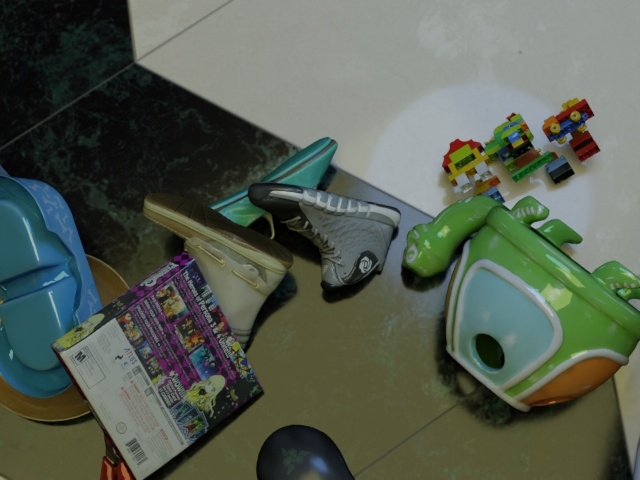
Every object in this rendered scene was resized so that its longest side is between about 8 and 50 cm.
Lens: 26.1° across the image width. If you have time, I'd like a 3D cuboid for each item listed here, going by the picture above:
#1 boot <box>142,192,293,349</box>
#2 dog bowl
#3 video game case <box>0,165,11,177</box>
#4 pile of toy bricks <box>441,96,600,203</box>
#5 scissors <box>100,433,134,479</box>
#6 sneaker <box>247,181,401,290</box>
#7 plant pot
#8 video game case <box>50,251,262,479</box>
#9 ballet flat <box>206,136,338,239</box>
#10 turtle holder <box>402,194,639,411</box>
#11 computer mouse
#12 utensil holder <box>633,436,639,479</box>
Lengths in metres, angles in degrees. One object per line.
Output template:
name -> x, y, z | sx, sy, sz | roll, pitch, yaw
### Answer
boot -> -0.164, 0.043, 1.847 | 0.213, 0.077, 0.165 | 26, 110, -7
dog bowl -> -0.374, 0.053, 1.806 | 0.166, 0.074, 0.297 | -18, 91, 32
video game case -> -0.536, -0.168, 1.858 | 0.269, 0.244, 0.061 | 44, 80, 11
pile of toy bricks -> 0.276, -0.135, 1.922 | 0.212, 0.118, 0.105 | -31, 48, 10
scissors -> -0.264, 0.282, 1.840 | 0.109, 0.021, 0.297 | 4, 83, 3
sneaker -> 0.000, 0.000, 1.859 | 0.228, 0.086, 0.132 | 11, 92, -27
plant pot -> -0.360, 0.131, 1.891 | 0.236, 0.032, 0.236 | 0, 77, 1
video game case -> -0.206, 0.164, 1.782 | 0.210, 0.042, 0.232 | -36, 123, -17
ballet flat -> -0.071, -0.050, 1.916 | 0.247, 0.083, 0.087 | -30, 102, -6
turtle holder -> 0.256, 0.073, 1.790 | 0.320, 0.243, 0.227 | 37, 96, 0
computer mouse -> 0.017, 0.358, 1.806 | 0.188, 0.072, 0.272 | -34, 78, -6
utensil holder -> 0.623, 0.249, 1.697 | 0.385, 0.327, 0.328 | 17, 77, 3
